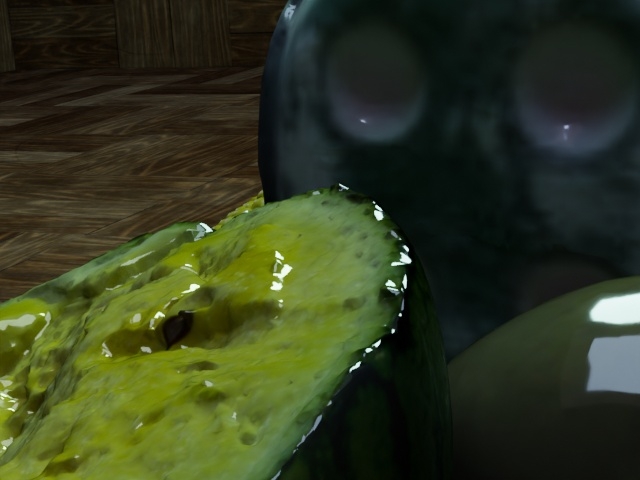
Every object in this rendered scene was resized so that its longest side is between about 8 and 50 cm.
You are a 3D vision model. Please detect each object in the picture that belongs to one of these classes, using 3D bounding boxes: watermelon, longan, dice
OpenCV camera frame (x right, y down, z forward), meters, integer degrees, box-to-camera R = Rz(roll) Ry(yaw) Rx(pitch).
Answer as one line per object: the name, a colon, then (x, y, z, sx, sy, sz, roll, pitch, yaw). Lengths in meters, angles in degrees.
watermelon: (-0.083, 0.128, 0.450, 0.331, 0.189, 0.331, -20, 23, 9)
longan: (0.142, 0.107, 0.489, 0.220, 0.196, 0.196, 21, -3, -36)
dice: (0.182, -0.064, 0.896, 0.348, 0.327, 0.330, 7, 17, 37)

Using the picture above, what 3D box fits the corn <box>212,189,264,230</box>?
corn: (0.000, 0.000, 1.045, 0.130, 0.130, 0.347, 8, 32, 38)
